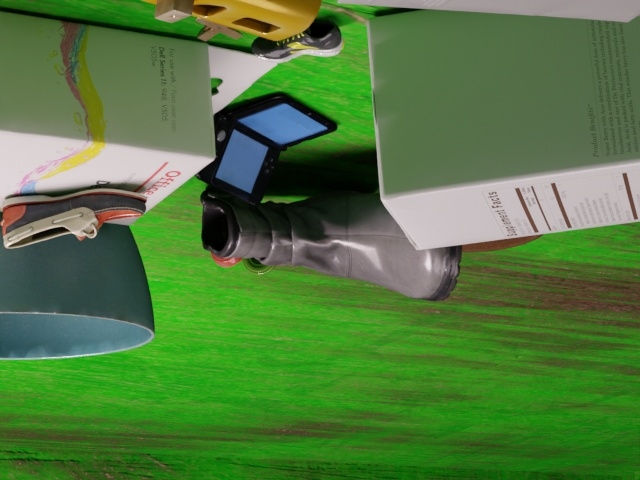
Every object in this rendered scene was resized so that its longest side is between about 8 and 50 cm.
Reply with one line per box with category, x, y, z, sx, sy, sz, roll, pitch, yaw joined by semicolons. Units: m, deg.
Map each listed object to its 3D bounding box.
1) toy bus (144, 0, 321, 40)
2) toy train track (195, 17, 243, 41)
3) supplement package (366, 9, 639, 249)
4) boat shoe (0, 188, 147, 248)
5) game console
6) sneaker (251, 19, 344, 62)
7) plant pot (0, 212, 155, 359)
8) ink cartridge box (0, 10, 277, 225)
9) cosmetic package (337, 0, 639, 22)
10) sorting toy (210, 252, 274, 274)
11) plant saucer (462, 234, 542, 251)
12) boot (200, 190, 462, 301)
toy bus;-0.093;-0.209;1.302;0.202;0.104;0.191;6;171;20
toy train track;-0.076;-0.197;1.565;0.048;0.014;0.083;21;145;-40
supplement package;0.205;-0.112;1.619;0.292;0.178;0.175;-7;163;12
boat shoe;-0.224;-0.020;1.645;0.137;0.043;0.049;-5;162;4
game console;-0.054;-0.090;1.823;0.071;0.107;0.122;19;177;33
sneaker;-0.021;-0.182;1.606;0.083;0.031;0.035;-8;149;-2
plant pot;-0.314;0.004;1.833;0.290;0.195;0.290;-2;168;0
ink cartridge box;-0.232;-0.105;1.646;0.353;0.119;0.207;5;161;-28
cosmetic package;0.133;-0.232;1.289;0.238;0.127;0.107;-1;172;-14
sorting toy;-0.082;0.010;2.153;0.102;0.061;0.042;13;174;31
plant saucer;0.197;-0.023;2.151;0.198;0.036;0.198;-3;162;-1
boot;0.000;0.000;1.921;0.222;0.118;0.338;4;177;-20
